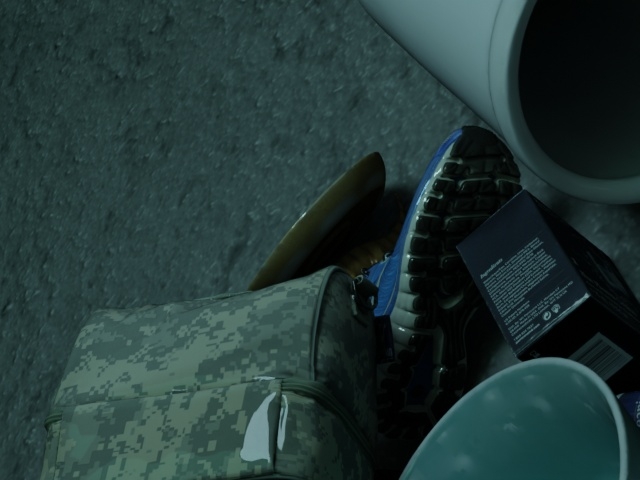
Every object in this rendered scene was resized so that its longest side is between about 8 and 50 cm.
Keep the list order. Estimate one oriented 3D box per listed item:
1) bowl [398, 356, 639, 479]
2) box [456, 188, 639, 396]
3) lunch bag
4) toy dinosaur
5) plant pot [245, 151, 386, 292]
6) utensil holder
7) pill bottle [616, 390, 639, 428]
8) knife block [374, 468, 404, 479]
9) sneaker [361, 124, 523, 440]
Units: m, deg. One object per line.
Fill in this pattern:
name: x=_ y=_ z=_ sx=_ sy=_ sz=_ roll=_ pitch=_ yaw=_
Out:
bowl: x=0.197 y=0.272 z=1.259 sx=0.311 sy=0.163 sz=0.311 roll=-44 pitch=27 yaw=30
box: x=0.230 y=0.059 z=1.403 sx=0.093 sy=0.156 sz=0.158 roll=-43 pitch=41 yaw=16
lunch bag: x=-0.093 y=0.161 z=1.414 sx=0.305 sy=0.212 sz=0.256 roll=-10 pitch=58 yaw=21
toy dinosaur: x=0.062 y=0.024 z=1.663 sx=0.211 sy=0.112 sz=0.064 roll=-33 pitch=-4 yaw=-36
plant pot: x=0.000 y=0.000 z=1.675 sx=0.032 sy=0.236 sz=0.236 roll=40 pitch=98 yaw=8
utensil holder: x=0.232 y=-0.263 z=1.492 sx=0.327 sy=0.327 sz=0.385 roll=-51 pitch=37 yaw=7
pill bottle: x=0.297 y=0.167 z=1.332 sx=0.120 sy=0.067 sz=0.067 roll=-14 pitch=56 yaw=40
knife block: x=-0.012 y=0.270 z=1.588 sx=0.275 sy=0.242 sz=0.088 roll=98 pitch=-170 yaw=-71
sneaker: x=0.099 y=0.032 z=1.534 sx=0.147 sy=0.130 sz=0.330 roll=44 pitch=120 yaw=56
